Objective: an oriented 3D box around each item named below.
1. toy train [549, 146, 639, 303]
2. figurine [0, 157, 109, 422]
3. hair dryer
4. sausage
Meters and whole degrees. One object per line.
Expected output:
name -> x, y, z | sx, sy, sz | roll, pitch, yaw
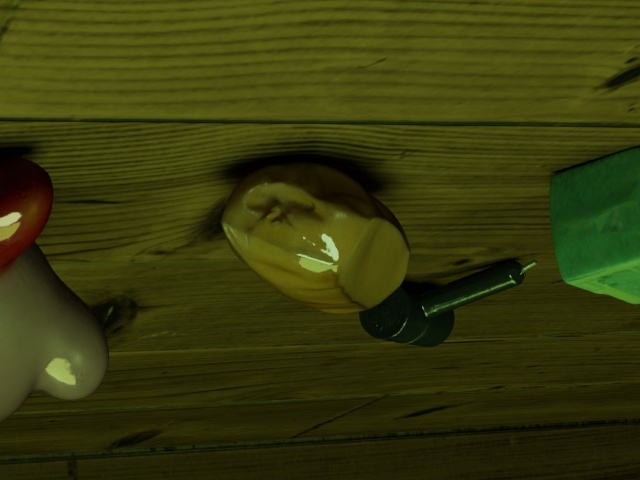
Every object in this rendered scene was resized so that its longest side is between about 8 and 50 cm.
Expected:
toy train -> 0.423, -0.032, 1.660 | 0.369, 0.150, 0.237 | -19, 156, 38
figurine -> -0.334, 0.055, 1.523 | 0.269, 0.211, 0.261 | -43, 142, -14
hair dryer -> 0.165, 0.064, 2.129 | 0.219, 0.071, 0.124 | -24, 162, 29
sausage -> 0.001, 0.000, 1.618 | 0.136, 0.120, 0.241 | 24, 177, 24
